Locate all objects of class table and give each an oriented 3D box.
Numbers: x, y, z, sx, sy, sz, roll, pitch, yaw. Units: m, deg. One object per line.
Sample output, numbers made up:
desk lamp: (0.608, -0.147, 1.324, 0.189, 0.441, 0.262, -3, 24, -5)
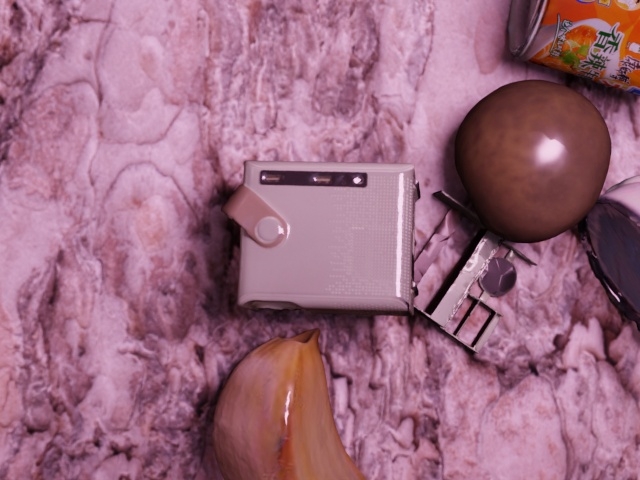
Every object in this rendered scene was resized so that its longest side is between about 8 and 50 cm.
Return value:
table: (0.184, 0.045, 1.318, 0.175, 0.062, 0.146, 34, 86, -6)

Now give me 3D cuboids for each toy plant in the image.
toy plant: (0.527, -0.040, 1.295, 0.332, 0.247, 0.247, -34, 97, -9)

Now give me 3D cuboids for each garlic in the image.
garlic: (-0.008, 0.289, 1.258, 0.196, 0.151, 0.339, -29, 97, -20)

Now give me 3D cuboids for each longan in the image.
longan: (0.262, -0.103, 1.252, 0.198, 0.198, 0.212, 14, 55, -10)

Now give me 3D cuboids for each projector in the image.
projector: (0.000, 0.000, 1.214, 0.242, 0.163, 0.177, 3, 82, 5)

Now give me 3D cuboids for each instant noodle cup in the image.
instant noodle cup: (0.366, -0.323, 1.240, 0.213, 0.296, 0.297, 11, 90, -1)
